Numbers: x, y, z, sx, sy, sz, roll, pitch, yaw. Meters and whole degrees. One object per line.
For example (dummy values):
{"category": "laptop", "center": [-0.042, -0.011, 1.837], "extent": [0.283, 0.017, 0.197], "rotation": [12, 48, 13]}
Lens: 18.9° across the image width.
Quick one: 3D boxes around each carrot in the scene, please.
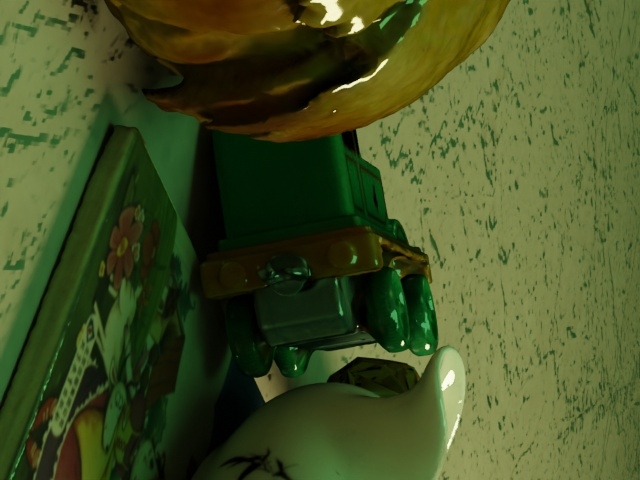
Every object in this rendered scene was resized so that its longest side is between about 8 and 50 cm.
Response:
{"category": "carrot", "center": [0.031, 0.124, 1.153], "extent": [0.229, 0.069, 0.069], "rotation": [91, 13, -68]}

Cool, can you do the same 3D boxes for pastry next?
{"category": "pastry", "center": [0.007, -0.218, 0.840], "extent": [0.356, 0.163, 0.356], "rotation": [10, 90, -67]}

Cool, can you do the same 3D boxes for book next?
{"category": "book", "center": [-0.083, 0.125, 0.929], "extent": [0.322, 0.018, 0.228], "rotation": [68, 35, -57]}

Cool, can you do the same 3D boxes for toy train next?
{"category": "toy train", "center": [0.000, 0.000, 1.005], "extent": [0.227, 0.091, 0.136], "rotation": [10, 70, -78]}

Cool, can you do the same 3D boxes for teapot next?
{"category": "teapot", "center": [0.009, 0.196, 0.978], "extent": [0.208, 0.165, 0.300], "rotation": [-71, 153, -68]}
